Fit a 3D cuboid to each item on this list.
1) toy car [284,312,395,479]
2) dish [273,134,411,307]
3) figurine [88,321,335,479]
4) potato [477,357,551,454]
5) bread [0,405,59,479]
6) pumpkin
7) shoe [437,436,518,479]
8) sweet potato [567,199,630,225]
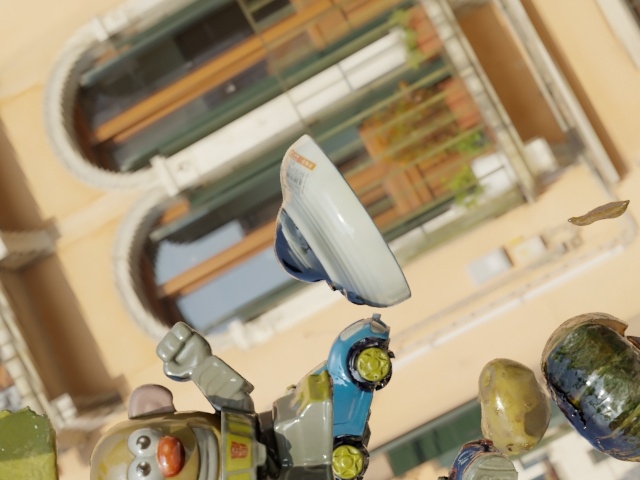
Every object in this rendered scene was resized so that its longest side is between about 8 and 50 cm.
[{"bbox_3d":[0.024,0.263,2.187,0.198,0.166,0.314,92,-166,-83],"label":"toy car"},{"bbox_3d":[0.000,0.000,1.889,0.273,0.134,0.273,57,178,4],"label":"dish"},{"bbox_3d":[-0.124,0.265,1.557,0.342,0.284,0.167,-92,2,-48],"label":"figurine"},{"bbox_3d":[0.339,0.292,2.366,0.137,0.137,0.176,-103,-1,-59],"label":"potato"},{"bbox_3d":[-0.530,0.466,2.151,0.245,0.233,0.362,-139,51,-72],"label":"bread"},{"bbox_3d":[0.413,0.209,1.883,0.238,0.159,0.238,30,-160,-12],"label":"pumpkin"},{"bbox_3d":[0.225,0.392,2.078,0.125,0.099,0.228,-117,37,-52],"label":"shoe"},{"bbox_3d":[0.406,-0.038,1.947,0.026,0.115,0.026,14,-113,-34],"label":"sweet potato"}]
